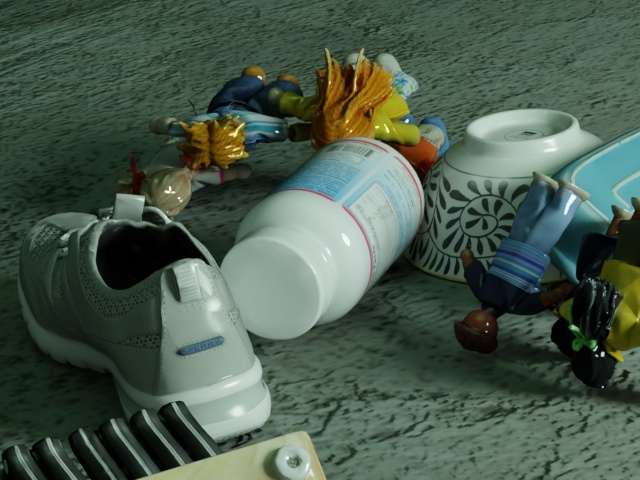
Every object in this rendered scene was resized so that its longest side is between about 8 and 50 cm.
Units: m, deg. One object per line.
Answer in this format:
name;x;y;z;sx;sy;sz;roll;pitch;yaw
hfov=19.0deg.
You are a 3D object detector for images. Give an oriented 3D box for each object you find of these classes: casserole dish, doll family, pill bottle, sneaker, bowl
casserole dish;0.206;-0.021;1.170;0.114;0.037;0.188;43;43;20
doll family;-0.028;-0.084;1.370;0.263;0.118;0.163;-1;21;13
pill bottle;0.000;0.000;1.179;0.087;0.087;0.160;3;22;23
sneaker;-0.104;0.019;1.116;0.105;0.115;0.281;-16;22;-24
bowl;0.134;-0.038;1.254;0.170;0.080;0.170;-6;19;2
doll family;0.150;0.030;1.056;0.076;0.111;0.193;28;-4;-29

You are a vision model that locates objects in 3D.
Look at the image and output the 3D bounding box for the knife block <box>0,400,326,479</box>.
knife block;-0.044;0.184;0.732;0.088;0.242;0.275;-15;67;-20
